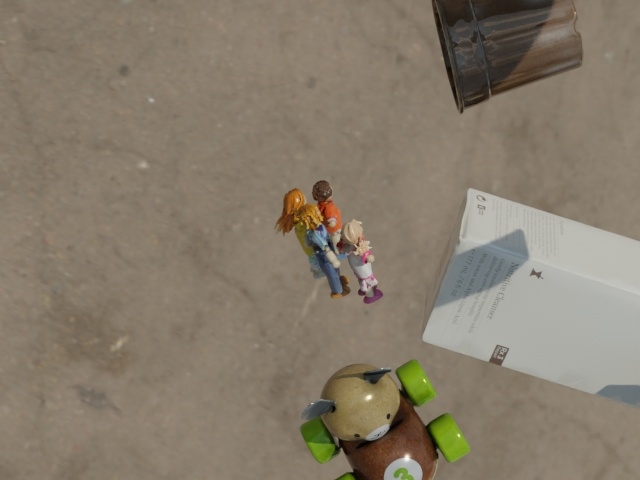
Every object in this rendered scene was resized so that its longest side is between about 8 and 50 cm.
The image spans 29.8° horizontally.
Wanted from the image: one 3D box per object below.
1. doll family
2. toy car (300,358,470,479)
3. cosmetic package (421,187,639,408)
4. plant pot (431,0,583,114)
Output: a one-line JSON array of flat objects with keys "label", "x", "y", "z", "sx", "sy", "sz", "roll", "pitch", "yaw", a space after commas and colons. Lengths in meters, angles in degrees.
[{"label": "doll family", "x": 0.000, "y": 0.000, "z": 1.924, "sx": 0.118, "sy": 0.263, "sz": 0.163, "roll": -23, "pitch": 118, "yaw": -7}, {"label": "toy car", "x": 0.052, "y": 0.190, "z": 1.278, "sx": 0.155, "sy": 0.149, "sz": 0.188, "roll": -31, "pitch": 149, "yaw": 0}, {"label": "cosmetic package", "x": 0.370, "y": 0.092, "z": 1.856, "sx": 0.156, "sy": 0.384, "sz": 0.217, "roll": -72, "pitch": 179, "yaw": -55}, {"label": "plant pot", "x": 0.235, "y": -0.260, "z": 1.514, "sx": 0.167, "sy": 0.165, "sz": 0.167, "roll": -14, "pitch": 90, "yaw": -84}]
